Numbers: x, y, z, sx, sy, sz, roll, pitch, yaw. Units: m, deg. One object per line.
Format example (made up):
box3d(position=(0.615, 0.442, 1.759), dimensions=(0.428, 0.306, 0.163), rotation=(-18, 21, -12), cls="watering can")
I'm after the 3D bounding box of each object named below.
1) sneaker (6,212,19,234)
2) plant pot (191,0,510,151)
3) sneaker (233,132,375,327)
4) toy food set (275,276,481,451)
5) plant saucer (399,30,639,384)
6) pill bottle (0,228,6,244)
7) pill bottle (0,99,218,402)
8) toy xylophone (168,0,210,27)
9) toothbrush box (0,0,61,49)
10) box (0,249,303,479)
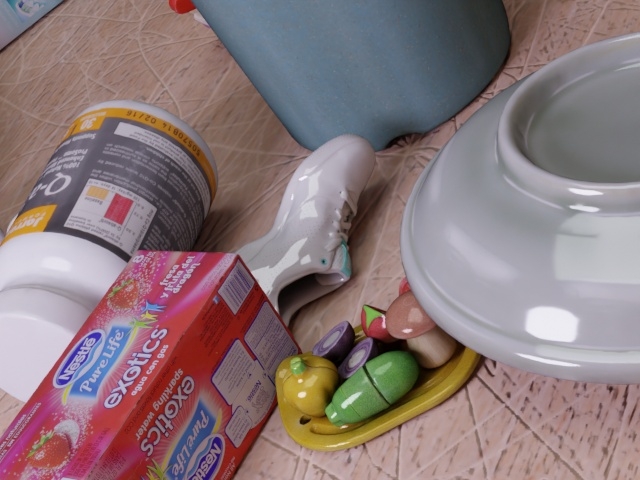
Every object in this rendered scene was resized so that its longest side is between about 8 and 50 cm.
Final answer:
box3d(position=(-0.249, -0.025, 1.533), dimensions=(0.071, 0.068, 0.170), rotation=(40, 61, 16), cls="sneaker")
box3d(position=(0.007, -0.283, 1.401), dimensions=(0.341, 0.334, 0.341), rotation=(-20, 36, 15), cls="plant pot")
box3d(position=(0.000, 0.000, 1.297), dimensions=(0.094, 0.080, 0.212), rotation=(23, 68, 37), cls="sneaker")
box3d(position=(0.053, 0.075, 1.149), dimensions=(0.218, 0.071, 0.128), rotation=(-29, 34, 4), cls="toy food set")
box3d(position=(0.245, -0.063, 1.091), dimensions=(0.400, 0.101, 0.400), rotation=(-13, 34, 9), cls="plant saucer")
box3d(position=(-0.417, 0.065, 1.482), dimensions=(0.121, 0.121, 0.216), rotation=(-1, 44, 37), cls="pill bottle")
box3d(position=(-0.208, 0.012, 1.352), dimensions=(0.162, 0.162, 0.278), rotation=(-10, 39, 29), cls="pill bottle")
box3d(position=(-0.052, -0.379, 1.639), dimensions=(0.081, 0.323, 0.236), rotation=(38, 45, 27), cls="toy xylophone")
box3d(position=(-0.462, -0.390, 2.086), dimensions=(0.295, 0.126, 0.216), rotation=(-42, 36, -13), cls="toothbrush box")
box3d(position=(-0.140, 0.140, 1.166), dimensions=(0.122, 0.128, 0.257), rotation=(1, 46, 39), cls="box")
